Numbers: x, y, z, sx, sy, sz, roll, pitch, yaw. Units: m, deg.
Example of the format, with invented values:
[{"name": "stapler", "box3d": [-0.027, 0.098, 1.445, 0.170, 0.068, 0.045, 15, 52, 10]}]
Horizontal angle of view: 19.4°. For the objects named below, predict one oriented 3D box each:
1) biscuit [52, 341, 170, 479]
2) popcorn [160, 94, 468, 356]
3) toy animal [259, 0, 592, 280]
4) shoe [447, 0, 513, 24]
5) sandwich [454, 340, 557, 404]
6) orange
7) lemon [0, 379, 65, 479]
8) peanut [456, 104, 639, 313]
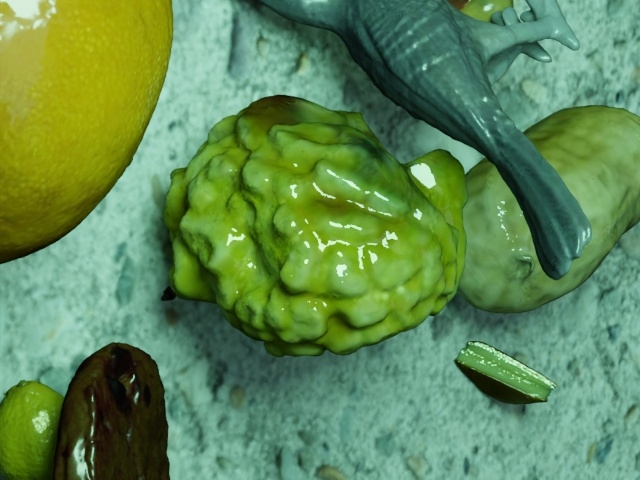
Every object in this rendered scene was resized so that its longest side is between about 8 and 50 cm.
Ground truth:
[{"name": "biscuit", "box3d": [-0.135, 0.160, 1.256, 0.049, 0.192, 0.192, -2, 100, 7]}, {"name": "popcorn", "box3d": [-0.001, -0.002, 1.303, 0.189, 0.218, 0.169, 2, 120, -52]}, {"name": "toy animal", "box3d": [0.097, -0.127, 1.335, 0.206, 0.367, 0.081, -28, 151, -41]}, {"name": "shoe", "box3d": [0.099, -0.197, 1.442, 0.072, 0.069, 0.109, -36, 110, -22]}, {"name": "sandwich", "box3d": [0.151, 0.114, 1.540, 0.083, 0.044, 0.031, 29, 68, 8]}, {"name": "orange", "box3d": [-0.207, -0.109, 1.101, 0.261, 0.261, 0.261, -5, 99, -37]}, {"name": "lemon", "box3d": [-0.190, 0.138, 1.267, 0.065, 0.065, 0.092, -22, 99, -33]}, {"name": "peanut", "box3d": [0.190, -0.032, 1.494, 0.224, 0.129, 0.129, -41, 118, -27]}]
